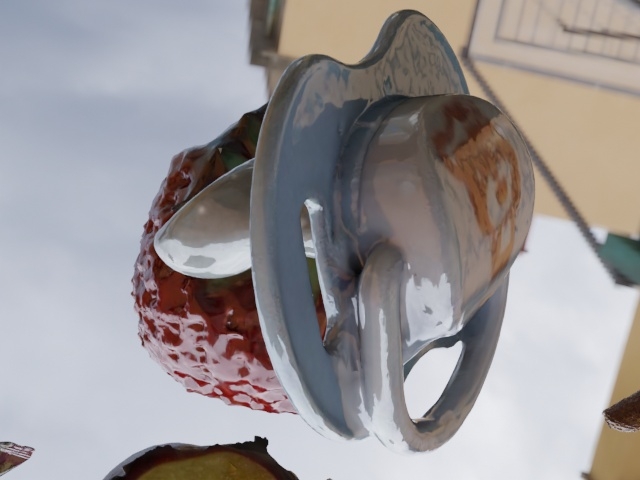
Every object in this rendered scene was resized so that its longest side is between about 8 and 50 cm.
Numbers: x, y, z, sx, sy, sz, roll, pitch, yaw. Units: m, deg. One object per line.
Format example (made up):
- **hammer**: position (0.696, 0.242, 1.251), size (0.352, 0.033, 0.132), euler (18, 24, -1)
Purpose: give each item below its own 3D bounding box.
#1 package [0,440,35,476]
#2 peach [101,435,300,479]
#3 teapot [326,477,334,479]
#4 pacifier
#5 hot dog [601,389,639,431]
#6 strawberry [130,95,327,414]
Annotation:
- **package**: position (-0.235, 0.152, 0.868), size (0.083, 0.029, 0.059), euler (-22, 163, 3)
- **peach**: position (-0.163, 0.403, 1.479), size (0.258, 0.201, 0.361), euler (16, -124, -14)
- **teapot**: position (-0.001, 0.301, 1.404), size (0.057, 0.083, 0.067), euler (48, -173, -15)
- **pacifier**: position (0.000, 0.000, 0.716), size (0.207, 0.227, 0.279), euler (2, -160, 26)
- **hot dog**: position (0.437, 0.239, 1.847), size (0.083, 0.035, 0.058), euler (-27, -151, -7)
- **strawberry**: position (-0.043, 0.031, 1.272), size (0.292, 0.291, 0.310), euler (12, 163, 4)
